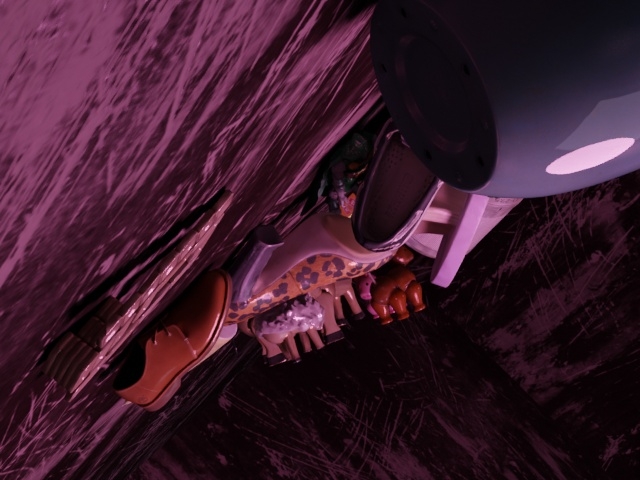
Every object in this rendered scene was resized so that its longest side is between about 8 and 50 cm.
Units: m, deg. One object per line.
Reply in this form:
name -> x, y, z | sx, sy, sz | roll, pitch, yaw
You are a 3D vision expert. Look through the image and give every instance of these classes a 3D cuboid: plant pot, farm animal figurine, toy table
plant pot -> 0.186, -0.171, 1.188 | 0.235, 0.293, 0.293 | -27, 169, -20
farm animal figurine -> -0.007, 0.072, 2.175 | 0.327, 0.172, 0.330 | -21, -179, -24
toy table -> 0.174, -0.070, 2.197 | 0.252, 0.161, 0.274 | -75, -174, -72

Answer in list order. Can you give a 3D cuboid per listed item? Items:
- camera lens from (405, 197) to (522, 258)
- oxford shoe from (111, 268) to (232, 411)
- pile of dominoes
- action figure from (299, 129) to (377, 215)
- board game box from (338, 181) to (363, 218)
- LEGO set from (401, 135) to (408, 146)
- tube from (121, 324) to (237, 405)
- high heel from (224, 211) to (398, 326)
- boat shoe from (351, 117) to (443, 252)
camera lens -> 0.255, -0.113, 2.559 | 0.219, 0.219, 0.274 | -40, 173, -46
oxford shoe -> -0.187, 0.121, 1.747 | 0.076, 0.076, 0.212 | 28, 99, -44
pile of dominoes -> -0.183, 0.044, 1.399 | 0.251, 0.040, 0.196 | -52, 180, -36
action figure -> 0.041, -0.095, 1.874 | 0.137, 0.063, 0.232 | -41, 171, -13
board game box -> 0.000, 0.000, 2.470 | 0.259, 0.039, 0.124 | -48, 175, 0
LEGO set -> 0.241, -0.179, 1.642 | 0.331, 0.255, 0.192 | -52, 155, -20
tube -> -0.213, 0.174, 2.060 | 0.070, 0.062, 0.240 | 15, 141, -32
high heel -> -0.028, 0.051, 1.920 | 0.261, 0.093, 0.186 | 1, 139, -37
boat shoe -> 0.132, -0.121, 1.768 | 0.091, 0.114, 0.302 | -12, 124, -80
